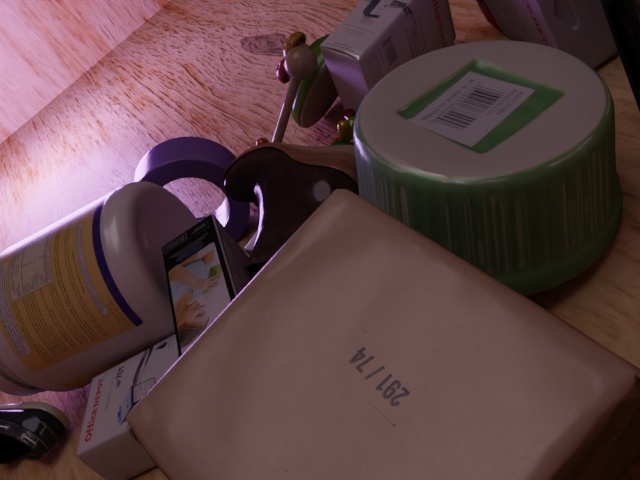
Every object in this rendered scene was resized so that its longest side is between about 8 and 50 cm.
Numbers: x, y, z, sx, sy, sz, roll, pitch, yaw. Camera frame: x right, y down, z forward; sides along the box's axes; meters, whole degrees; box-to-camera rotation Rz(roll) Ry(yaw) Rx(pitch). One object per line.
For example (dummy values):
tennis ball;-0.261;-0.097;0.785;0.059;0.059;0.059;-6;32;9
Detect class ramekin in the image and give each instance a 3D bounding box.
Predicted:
ramekin;0.179;-0.093;0.860;0.303;0.148;0.303;-9;42;8

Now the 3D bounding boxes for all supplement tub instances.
supplement tub;-0.341;0.082;1.149;0.331;0.241;0.241;-24;35;20

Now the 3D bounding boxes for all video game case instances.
video game case;0.391;-0.311;0.912;0.035;0.248;0.275;-3;47;39

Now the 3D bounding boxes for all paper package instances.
paper package;0.053;0.163;0.663;0.309;0.168;0.325;-47;53;-10

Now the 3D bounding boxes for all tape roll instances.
tape roll;-0.210;-0.067;1.251;0.189;0.189;0.080;-30;34;12

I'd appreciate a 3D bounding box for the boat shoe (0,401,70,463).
boat shoe;-0.486;0.297;1.173;0.233;0.084;0.079;-11;41;31

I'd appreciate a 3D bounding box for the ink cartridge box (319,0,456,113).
ink cartridge box;0.115;-0.319;1.256;0.092;0.158;0.218;29;70;34

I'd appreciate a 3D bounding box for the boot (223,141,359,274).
boot;-0.067;-0.042;1.055;0.248;0.090;0.207;-7;43;33

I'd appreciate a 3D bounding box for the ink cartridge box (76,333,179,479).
ink cartridge box;-0.213;0.213;1.015;0.190;0.082;0.140;-28;35;14

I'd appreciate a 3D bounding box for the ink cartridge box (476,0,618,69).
ink cartridge box;0.306;-0.393;1.117;0.131;0.226;0.306;-36;34;6

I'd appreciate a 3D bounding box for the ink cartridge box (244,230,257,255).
ink cartridge box;0.000;0.000;1.083;0.209;0.062;0.109;7;54;47

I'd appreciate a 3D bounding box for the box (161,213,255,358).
box;-0.104;0.111;0.957;0.087;0.169;0.290;-33;32;4

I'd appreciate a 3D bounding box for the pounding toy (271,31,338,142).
pounding toy;-0.036;-0.289;1.320;0.237;0.110;0.183;-44;-16;-54

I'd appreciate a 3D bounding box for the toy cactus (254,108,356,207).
toy cactus;-0.009;-0.114;1.212;0.219;0.112;0.180;-31;42;-5
